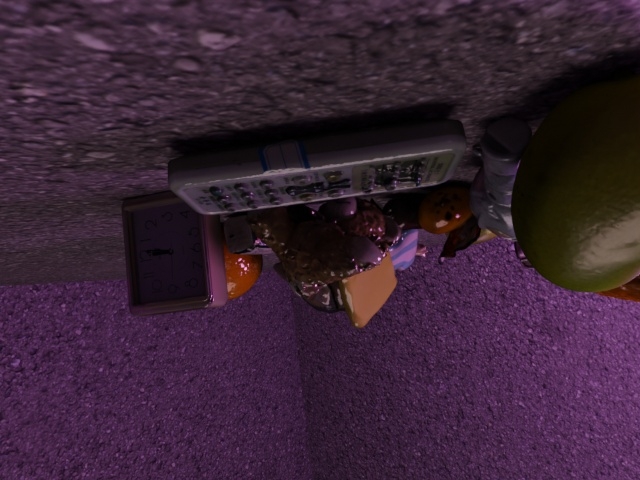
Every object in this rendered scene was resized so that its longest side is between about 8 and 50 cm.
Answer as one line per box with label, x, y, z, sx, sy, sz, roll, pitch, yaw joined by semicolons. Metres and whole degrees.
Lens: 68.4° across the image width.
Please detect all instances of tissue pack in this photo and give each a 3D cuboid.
tissue pack;-0.115;-0.017;1.048;0.170;0.090;0.103;-4;174;-43

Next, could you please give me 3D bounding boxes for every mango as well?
mango;0.275;-0.065;1.002;0.178;0.090;0.115;-3;142;-50
mango;0.309;-0.053;0.521;0.186;0.149;0.272;23;134;5

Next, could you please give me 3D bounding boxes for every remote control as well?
remote control;-0.004;-0.090;0.568;0.336;0.065;0.128;-7;165;3

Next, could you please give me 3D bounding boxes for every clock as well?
clock;-0.238;0.021;0.765;0.147;0.191;0.071;-8;173;12

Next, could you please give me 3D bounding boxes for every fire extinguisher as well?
fire extinguisher;0.206;-0.066;1.073;0.268;0.089;0.072;-4;136;-44

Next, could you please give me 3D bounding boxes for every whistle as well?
whistle;0.292;-0.086;0.723;0.134;0.142;0.346;-19;159;17

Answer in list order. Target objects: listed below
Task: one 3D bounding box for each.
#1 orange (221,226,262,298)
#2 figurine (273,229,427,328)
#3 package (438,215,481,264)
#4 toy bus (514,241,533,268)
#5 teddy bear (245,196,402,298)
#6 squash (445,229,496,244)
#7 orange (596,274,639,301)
orange;-0.254;0.058;1.175;0.220;0.192;0.219;10;175;1
figurine;0.037;0.009;1.285;0.378;0.266;0.361;26;-136;34
package;0.339;-0.035;1.095;0.040;0.166;0.232;29;163;3
toy bus;0.575;-0.029;1.217;0.142;0.202;0.142;-10;176;28
teddy bear;0.029;-0.009;0.886;0.267;0.156;0.256;26;-139;28
squash;0.421;-0.049;1.236;0.123;0.122;0.187;-5;174;-18
orange;0.623;-0.027;0.887;0.341;0.292;0.340;10;177;1
